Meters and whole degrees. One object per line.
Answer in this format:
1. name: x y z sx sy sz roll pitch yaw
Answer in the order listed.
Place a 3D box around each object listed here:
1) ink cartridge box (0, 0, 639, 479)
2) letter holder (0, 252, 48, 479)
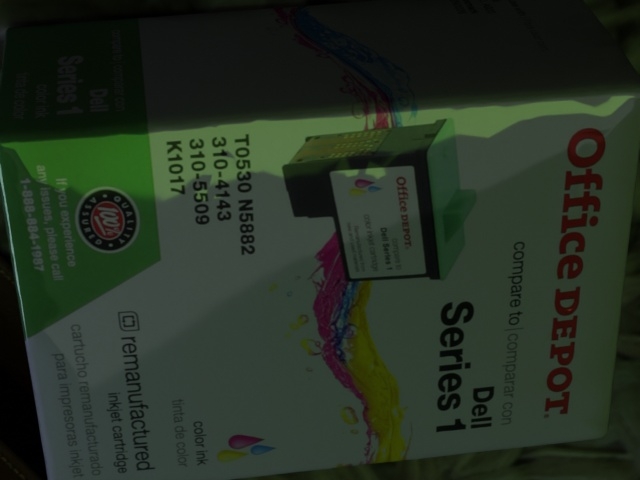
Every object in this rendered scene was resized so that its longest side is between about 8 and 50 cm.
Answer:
1. ink cartridge box: 0.000 0.000 0.646 0.278 0.117 0.201 -5 122 -6
2. letter holder: -0.227 0.123 0.701 0.214 0.152 0.302 -28 128 11
